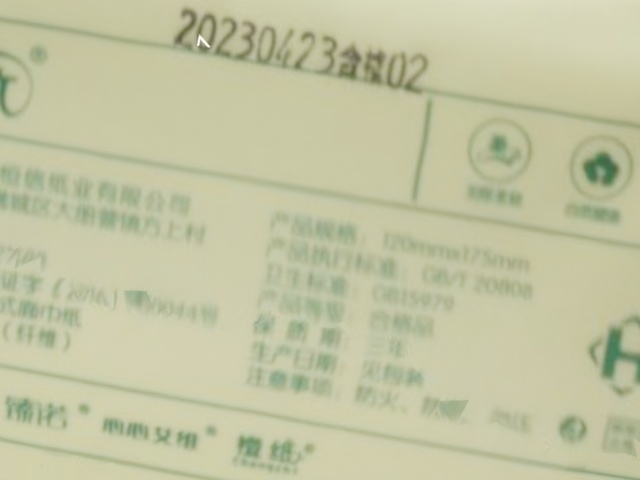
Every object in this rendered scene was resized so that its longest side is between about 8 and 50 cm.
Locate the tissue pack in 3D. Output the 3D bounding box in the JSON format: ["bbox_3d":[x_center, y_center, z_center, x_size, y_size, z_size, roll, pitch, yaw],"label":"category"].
[{"bbox_3d":[0.000,0.000,0.636,0.380,0.297,0.207,12,13,4],"label":"tissue pack"}]
